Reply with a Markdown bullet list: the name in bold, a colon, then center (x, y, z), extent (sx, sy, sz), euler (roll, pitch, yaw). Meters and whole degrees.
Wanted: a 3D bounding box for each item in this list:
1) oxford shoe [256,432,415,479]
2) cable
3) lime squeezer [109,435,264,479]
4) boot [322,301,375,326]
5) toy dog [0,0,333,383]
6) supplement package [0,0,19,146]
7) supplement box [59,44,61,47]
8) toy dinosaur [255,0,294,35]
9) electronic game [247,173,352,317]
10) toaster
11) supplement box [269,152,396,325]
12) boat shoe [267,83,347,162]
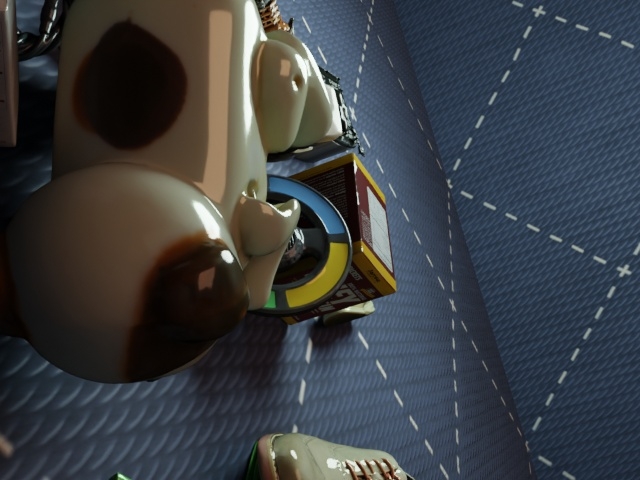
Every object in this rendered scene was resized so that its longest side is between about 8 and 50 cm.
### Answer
- **oxford shoe**: center (0.032, 0.315, 1.004), extent (0.397, 0.147, 0.140), euler (47, 26, -63)
- **cable**: center (-0.328, -0.262, 0.787), extent (0.184, 0.047, 0.150), euler (-49, 137, -46)
- **lime squeezer**: center (-0.112, 0.290, 0.855), extent (0.310, 0.059, 0.109), euler (16, 58, -64)
- **boot**: center (0.033, 0.068, 1.383), extent (0.213, 0.077, 0.165), euler (2, 70, -73)
- **toy dog**: center (-0.143, -0.058, 0.714), extent (0.395, 0.285, 0.407), euler (97, 1, -56)
- **supplement package**: center (-0.296, -0.166, 0.596), extent (0.105, 0.179, 0.105), euler (1, 63, -20)
- **supplement box**: center (-0.281, -0.252, 0.933), extent (0.062, 0.036, 0.098), euler (54, 26, -37)
- **toy dinosaur**: center (-0.160, -0.387, 1.098), extent (0.321, 0.218, 0.164), euler (65, 22, -16)
- **electronic game**: center (-0.068, 0.002, 1.040), extent (0.048, 0.229, 0.229), euler (113, -24, -55)
- **toaster**: center (-0.008, -0.246, 1.506), extent (0.168, 0.110, 0.185), euler (2, 70, -67)
- **supplement box**: center (0.000, 0.000, 1.195), extent (0.129, 0.191, 0.194), euler (48, 30, -47)
- **boat shoe**: center (-0.130, -0.175, 1.157), extent (0.341, 0.158, 0.127), euler (1, 74, -38)
